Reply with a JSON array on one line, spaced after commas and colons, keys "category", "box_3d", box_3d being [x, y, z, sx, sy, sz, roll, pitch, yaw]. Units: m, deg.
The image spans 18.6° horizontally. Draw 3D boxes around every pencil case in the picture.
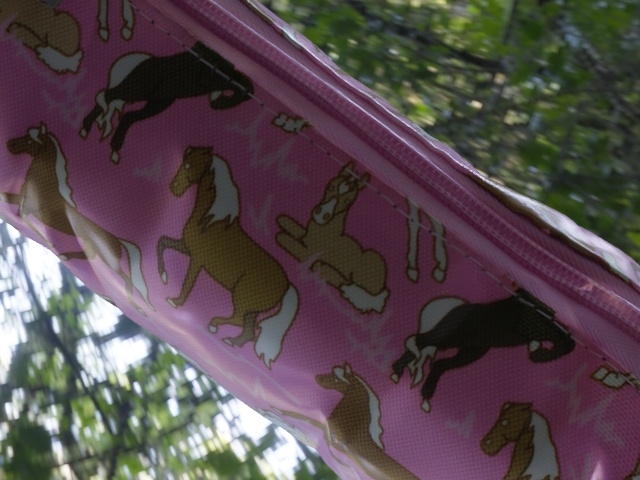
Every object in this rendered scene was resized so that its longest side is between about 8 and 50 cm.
[{"category": "pencil case", "box_3d": [0.000, 0.000, 0.815, 0.386, 0.167, 0.160, 38, -85, 12]}]
